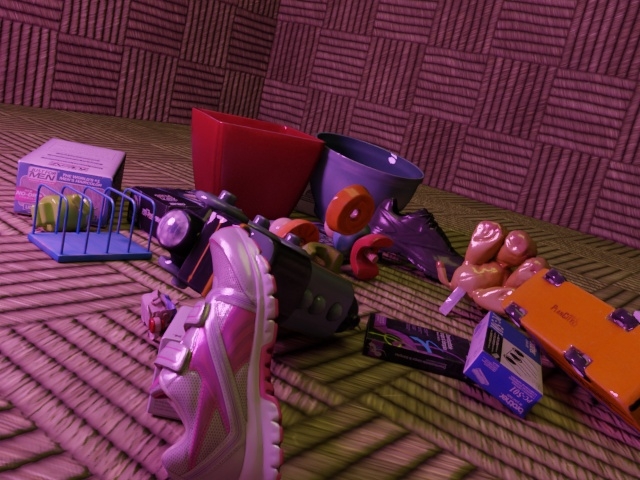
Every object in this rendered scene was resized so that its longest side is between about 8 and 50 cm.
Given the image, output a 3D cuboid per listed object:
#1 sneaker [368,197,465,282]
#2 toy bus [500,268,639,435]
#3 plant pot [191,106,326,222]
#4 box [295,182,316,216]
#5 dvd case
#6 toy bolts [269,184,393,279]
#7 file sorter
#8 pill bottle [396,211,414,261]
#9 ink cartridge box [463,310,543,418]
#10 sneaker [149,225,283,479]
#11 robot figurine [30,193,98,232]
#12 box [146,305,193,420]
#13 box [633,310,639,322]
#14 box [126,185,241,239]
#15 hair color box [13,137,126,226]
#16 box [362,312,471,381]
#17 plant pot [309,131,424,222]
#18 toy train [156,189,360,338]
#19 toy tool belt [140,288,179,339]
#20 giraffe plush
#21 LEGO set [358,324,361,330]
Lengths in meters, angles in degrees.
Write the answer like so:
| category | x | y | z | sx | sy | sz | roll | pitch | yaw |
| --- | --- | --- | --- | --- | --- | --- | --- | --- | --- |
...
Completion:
| category | x | y | z | sx | sy | sz | roll | pitch | yaw |
| --- | --- | --- | --- | --- | --- | --- | --- | --- | --- |
| sneaker | 0.237 | 0.000 | 1.485 | 0.286 | 0.130 | 0.109 | 28 | 12 | 11 |
| toy bus | 0.409 | 0.157 | 0.994 | 0.130 | 0.108 | 0.332 | 48 | 1 | -20 |
| plant pot | -0.180 | -0.173 | 1.623 | 0.268 | 0.235 | 0.267 | 8 | 14 | -26 |
| box | -0.045 | -0.173 | 1.921 | 0.247 | 0.163 | 0.142 | 20 | 18 | 28 |
| dvd case | 0.000 | 0.000 | 1.524 | 0.179 | 0.029 | 0.239 | 0 | 18 | -44 |
| toy bolts | 0.027 | -0.032 | 1.305 | 0.229 | 0.218 | 0.158 | 10 | 25 | -46 |
| file sorter | -0.382 | -0.033 | 1.116 | 0.118 | 0.104 | 0.170 | 25 | 17 | 40 |
| pill bottle | 0.224 | -0.015 | 1.645 | 0.103 | 0.103 | 0.184 | 14 | 12 | 3 |
| ink cartridge box | 0.266 | 0.171 | 0.951 | 0.097 | 0.046 | 0.207 | 37 | 17 | 9 |
| sneaker | -0.096 | 0.103 | 0.590 | 0.111 | 0.252 | 0.103 | 0 | -26 | -10 |
| robot figurine | -0.461 | -0.049 | 1.188 | 0.101 | 0.067 | 0.115 | -14 | -3 | 34 |
| box | -0.118 | 0.133 | 0.701 | 0.102 | 0.087 | 0.101 | 12 | 13 | -3 |
| box | 0.568 | 0.191 | 1.042 | 0.171 | 0.130 | 0.091 | 6 | 15 | -26 |
| box | -0.282 | -0.053 | 1.361 | 0.180 | 0.077 | 0.147 | 1 | 18 | -43 |
| hair color box | -0.518 | -0.131 | 1.395 | 0.174 | 0.105 | 0.347 | 9 | 13 | -14 |
| box | 0.147 | 0.158 | 0.991 | 0.162 | 0.029 | 0.116 | 16 | 13 | 3 |
| plant pot | 0.094 | -0.132 | 1.690 | 0.293 | 0.196 | 0.293 | 18 | 20 | -7 |
| toy train | -0.070 | 0.050 | 0.885 | 0.190 | 0.142 | 0.334 | 29 | -2 | 33 |
| toy tool belt | -0.204 | 0.095 | 0.863 | 0.051 | 0.052 | 0.083 | -3 | 19 | -25 |
| giraffe plush | 0.340 | 0.080 | 1.265 | 0.170 | 0.210 | 0.181 | 21 | 37 | -56 |
| LEGO set | 0.040 | 0.123 | 1.044 | 0.054 | 0.023 | 0.083 | 13 | 13 | 0 |
